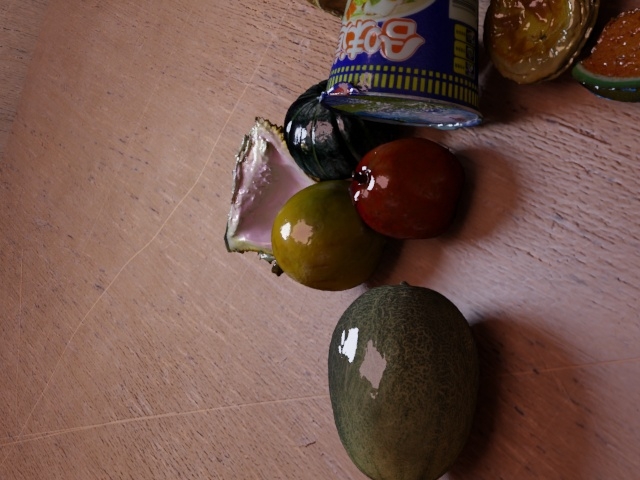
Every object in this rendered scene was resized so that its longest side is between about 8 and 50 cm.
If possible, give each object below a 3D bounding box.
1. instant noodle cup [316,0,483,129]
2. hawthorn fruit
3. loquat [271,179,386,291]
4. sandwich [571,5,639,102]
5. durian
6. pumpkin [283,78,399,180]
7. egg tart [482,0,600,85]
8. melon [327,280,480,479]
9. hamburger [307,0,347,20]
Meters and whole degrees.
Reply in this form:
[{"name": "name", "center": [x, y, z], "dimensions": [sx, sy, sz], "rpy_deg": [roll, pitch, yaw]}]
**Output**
[{"name": "instant noodle cup", "center": [0.148, -0.361, 1.766], "dimensions": [0.284, 0.284, 0.312], "rpy_deg": [4, 86, 53]}, {"name": "hawthorn fruit", "center": [0.136, -0.093, 1.834], "dimensions": [0.185, 0.202, 0.185], "rpy_deg": [-25, 60, 56]}, {"name": "loquat", "center": [0.000, 0.000, 1.965], "dimensions": [0.246, 0.213, 0.213], "rpy_deg": [-30, 57, 30]}, {"name": "sandwich", "center": [0.475, -0.261, 1.553], "dimensions": [0.235, 0.079, 0.159], "rpy_deg": [-19, 55, 44]}, {"name": "durian", "center": [-0.063, -0.072, 2.136], "dimensions": [0.195, 0.185, 0.305], "rpy_deg": [31, 110, 32]}, {"name": "pumpkin", "center": [0.039, -0.212, 1.994], "dimensions": [0.220, 0.162, 0.220], "rpy_deg": [-14, 40, 13]}, {"name": "egg tart", "center": [0.359, -0.358, 1.697], "dimensions": [0.241, 0.106, 0.241], "rpy_deg": [-20, 65, 53]}, {"name": "melon", "center": [0.132, 0.228, 1.717], "dimensions": [0.248, 0.248, 0.329], "rpy_deg": [-9, 80, 51]}, {"name": "hamburger", "center": [0.057, -0.520, 2.047], "dimensions": [0.214, 0.213, 0.108], "rpy_deg": [-65, 33, 17]}]
